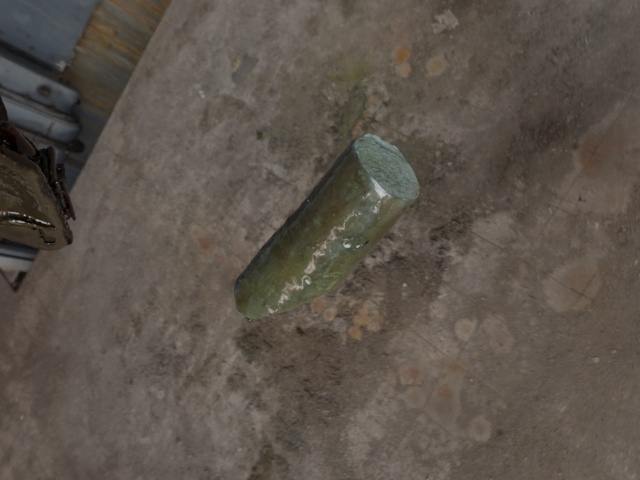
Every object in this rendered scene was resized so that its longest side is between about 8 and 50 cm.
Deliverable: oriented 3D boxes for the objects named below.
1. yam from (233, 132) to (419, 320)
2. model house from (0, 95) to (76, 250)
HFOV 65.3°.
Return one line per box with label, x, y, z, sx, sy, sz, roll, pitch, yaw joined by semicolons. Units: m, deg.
yam;0.000;0.000;0.588;0.259;0.106;0.106;-48;58;30
model house;-0.372;-0.102;0.590;0.203;0.141;0.164;119;146;-54
